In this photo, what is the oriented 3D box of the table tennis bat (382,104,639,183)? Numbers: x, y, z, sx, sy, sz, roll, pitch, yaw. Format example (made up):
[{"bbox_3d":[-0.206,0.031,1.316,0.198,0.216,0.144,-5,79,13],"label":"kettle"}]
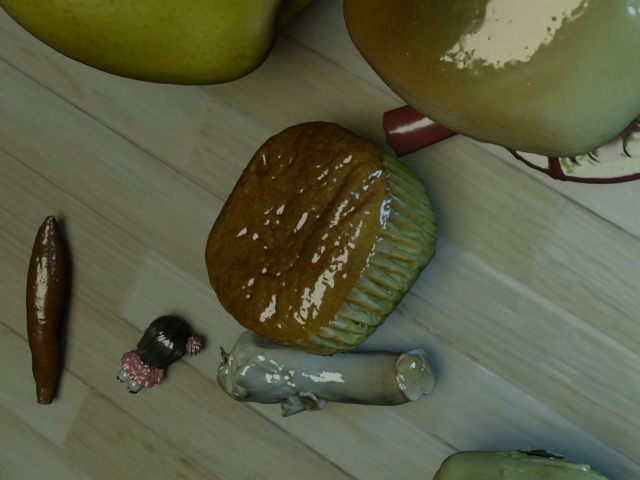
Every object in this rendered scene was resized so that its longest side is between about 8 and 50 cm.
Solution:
[{"bbox_3d":[0.261,-0.180,1.338,0.414,0.051,0.268,-18,88,23],"label":"table tennis bat"}]

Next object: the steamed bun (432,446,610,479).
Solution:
[{"bbox_3d":[0.233,0.359,1.380,0.232,0.166,0.273,-3,103,12],"label":"steamed bun"}]

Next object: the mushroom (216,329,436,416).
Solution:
[{"bbox_3d":[0.003,0.157,1.482,0.278,0.099,0.096,3,144,20],"label":"mushroom"}]

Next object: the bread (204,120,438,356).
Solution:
[{"bbox_3d":[0.000,0.000,1.398,0.227,0.142,0.253,40,101,35],"label":"bread"}]

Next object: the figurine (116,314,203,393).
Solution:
[{"bbox_3d":[-0.211,0.151,1.597,0.072,0.054,0.129,47,115,6],"label":"figurine"}]

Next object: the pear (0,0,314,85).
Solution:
[{"bbox_3d":[-0.197,-0.348,1.334,0.418,0.362,0.362,33,111,1],"label":"pear"}]

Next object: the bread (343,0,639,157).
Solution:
[{"bbox_3d":[0.209,-0.275,1.181,0.348,0.253,0.376,48,110,30],"label":"bread"}]

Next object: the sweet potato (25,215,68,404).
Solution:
[{"bbox_3d":[-0.367,0.096,1.653,0.057,0.057,0.265,11,102,22],"label":"sweet potato"}]
